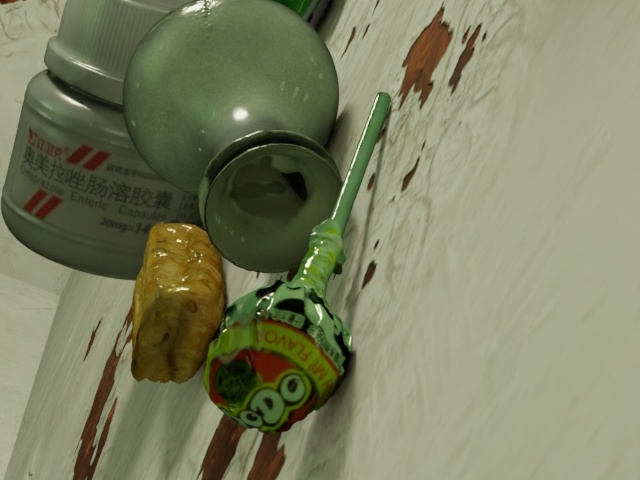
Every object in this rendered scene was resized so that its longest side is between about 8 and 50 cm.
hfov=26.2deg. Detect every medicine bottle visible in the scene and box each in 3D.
[{"bbox_3d":[-0.219,-0.133,1.570,0.245,0.245,0.306,-108,33,-71],"label":"medicine bottle"}]

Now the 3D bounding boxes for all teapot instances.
[{"bbox_3d":[-0.059,-0.081,1.087,0.183,0.183,0.251,-62,24,23],"label":"teapot"}]

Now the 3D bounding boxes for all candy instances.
[{"bbox_3d":[0.000,0.000,0.917,0.091,0.083,0.305,-18,35,34],"label":"candy"}]

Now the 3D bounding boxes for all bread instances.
[{"bbox_3d":[-0.142,0.060,1.359,0.211,0.083,0.114,-101,30,-68],"label":"bread"}]

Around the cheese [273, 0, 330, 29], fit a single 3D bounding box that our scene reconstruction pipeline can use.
[{"bbox_3d":[-0.034,-0.295,1.520,0.320,0.083,0.204,-157,87,-77],"label":"cheese"}]
